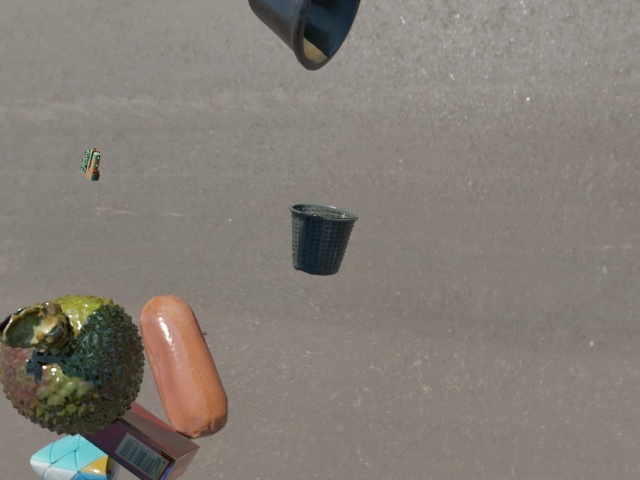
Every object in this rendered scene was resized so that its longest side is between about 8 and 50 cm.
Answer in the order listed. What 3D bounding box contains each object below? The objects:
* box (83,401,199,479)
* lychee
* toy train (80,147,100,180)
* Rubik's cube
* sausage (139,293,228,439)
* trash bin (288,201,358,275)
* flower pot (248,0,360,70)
[{"bbox_3d":[-0.456,0.449,1.289,0.313,0.197,0.089,32,81,10],"label":"box"},{"bbox_3d":[-0.469,0.231,1.041,0.269,0.270,0.320,25,120,24],"label":"lychee"},{"bbox_3d":[-0.757,-0.255,1.814,0.064,0.044,0.103,32,111,32],"label":"toy train"},{"bbox_3d":[-0.637,0.596,1.448,0.254,0.254,0.255,-6,71,17],"label":"Rubik's cube"},{"bbox_3d":[-0.173,0.153,0.681,0.077,0.077,0.194,-32,64,6],"label":"sausage"},{"bbox_3d":[0.000,0.000,1.363,0.175,0.175,0.161,12,104,22],"label":"trash bin"},{"bbox_3d":[-0.057,-0.733,1.655,0.251,0.379,0.379,28,83,15],"label":"flower pot"}]
